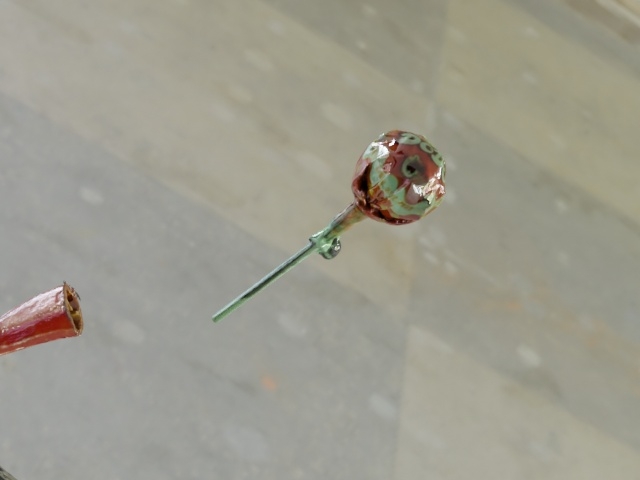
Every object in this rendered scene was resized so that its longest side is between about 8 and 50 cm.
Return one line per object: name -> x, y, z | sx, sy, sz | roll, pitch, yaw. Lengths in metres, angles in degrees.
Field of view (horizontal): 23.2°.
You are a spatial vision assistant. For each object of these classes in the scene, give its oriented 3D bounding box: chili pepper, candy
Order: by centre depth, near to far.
candy -> 0.001, 0.001, 1.433 | 0.078, 0.288, 0.084 | 37, 30, -28
chili pepper -> -0.415, 0.128, 2.169 | 0.088, 0.169, 0.065 | -106, 170, -51

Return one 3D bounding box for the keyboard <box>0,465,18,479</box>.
keyboard -> -0.317, 0.181, 1.306 | 0.106, 0.016, 0.262 | 38, -6, 10
